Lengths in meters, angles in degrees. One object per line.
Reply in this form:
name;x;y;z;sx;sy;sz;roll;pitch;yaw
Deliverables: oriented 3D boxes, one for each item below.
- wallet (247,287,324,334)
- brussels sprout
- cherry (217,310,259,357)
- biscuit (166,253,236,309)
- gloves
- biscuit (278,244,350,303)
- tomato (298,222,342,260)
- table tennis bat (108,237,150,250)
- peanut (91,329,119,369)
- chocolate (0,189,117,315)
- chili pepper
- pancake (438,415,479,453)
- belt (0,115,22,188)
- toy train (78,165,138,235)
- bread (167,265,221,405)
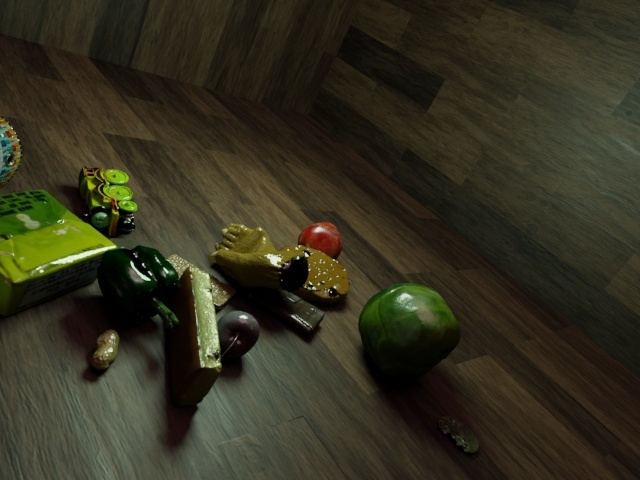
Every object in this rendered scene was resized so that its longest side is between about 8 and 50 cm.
wallet;-0.105;0.207;1.579;0.230;0.042;0.124;26;24;12
brussels sprout;0.274;0.271;1.570;0.281;0.289;0.355;53;19;19
cherry;-0.246;0.258;1.296;0.148;0.188;0.115;35;-15;38
biscuit;-0.372;0.122;1.491;0.231;0.025;0.131;30;23;5
gloves;-0.204;0.068;1.578;0.356;0.155;0.203;24;35;29
biscuit;-0.035;0.122;1.789;0.296;0.075;0.296;21;30;-13
tomato;0.000;0.000;1.983;0.187;0.151;0.187;19;23;-8
table tennis bat;-0.593;0.027;1.458;0.235;0.022;0.131;17;27;-28
peanut;-0.476;0.242;1.114;0.054;0.054;0.113;18;26;-21
chocolate;-0.708;0.021;1.205;0.289;0.137;0.301;33;26;12
chili pepper;-0.434;0.132;1.232;0.261;0.165;0.174;52;22;16
pancake;0.402;0.555;1.452;0.116;0.022;0.129;2;34;-49
belt;-0.914;-0.201;1.286;0.207;0.295;0.160;39;13;-18
toy train;-0.671;-0.127;1.585;0.161;0.100;0.296;1;35;-33
bread;-0.309;0.223;1.217;0.077;0.138;0.361;23;24;-30
